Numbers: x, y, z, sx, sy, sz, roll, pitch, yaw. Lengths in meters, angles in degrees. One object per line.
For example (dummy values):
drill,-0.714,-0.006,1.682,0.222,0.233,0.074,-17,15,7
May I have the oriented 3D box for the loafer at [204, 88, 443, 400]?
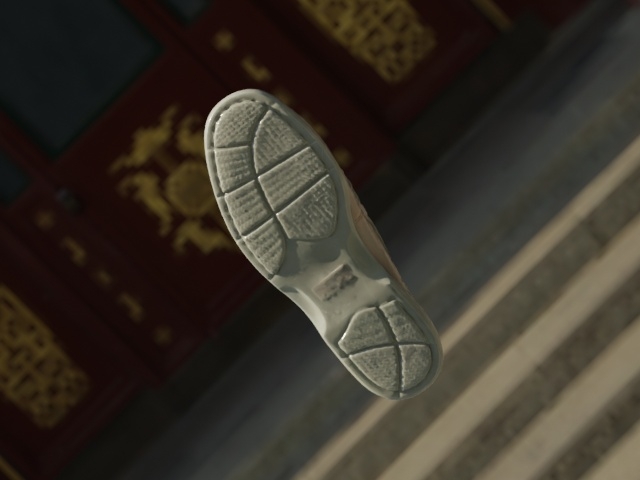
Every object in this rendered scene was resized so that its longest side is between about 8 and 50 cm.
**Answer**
loafer,0.000,0.000,0.703,0.045,0.125,0.039,-32,11,10
